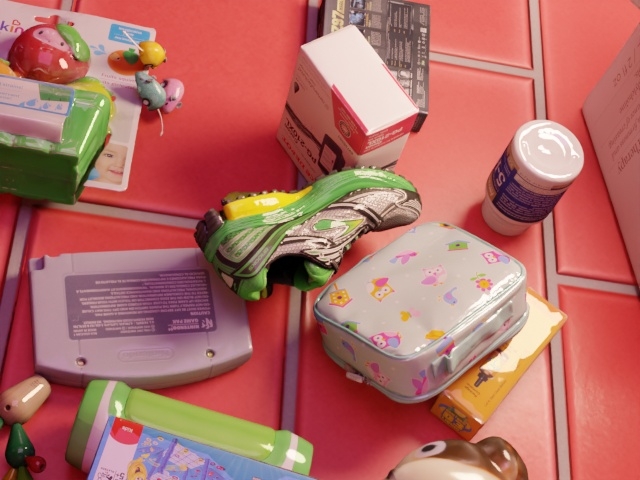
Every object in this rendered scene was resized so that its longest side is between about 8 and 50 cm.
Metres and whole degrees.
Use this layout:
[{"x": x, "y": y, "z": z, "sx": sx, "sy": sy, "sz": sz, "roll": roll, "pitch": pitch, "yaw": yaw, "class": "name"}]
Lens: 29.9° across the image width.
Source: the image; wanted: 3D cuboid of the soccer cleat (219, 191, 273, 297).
[{"x": -0.090, "y": 0.001, "z": 1.742, "sx": 0.072, "sy": 0.060, "sz": 0.179, "roll": -11, "pitch": 61, "yaw": -19, "class": "soccer cleat"}]

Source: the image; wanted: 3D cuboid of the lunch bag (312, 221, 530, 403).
[{"x": 0.143, "y": 0.102, "z": 1.667, "sx": 0.279, "sy": 0.108, "sz": 0.224, "roll": -34, "pitch": 45, "yaw": -27, "class": "lunch bag"}]

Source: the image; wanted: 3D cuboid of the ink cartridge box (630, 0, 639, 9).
[{"x": 0.655, "y": -0.356, "z": 1.713, "sx": 0.309, "sy": 0.130, "sz": 0.272, "roll": -35, "pitch": 73, "yaw": -28, "class": "ink cartridge box"}]

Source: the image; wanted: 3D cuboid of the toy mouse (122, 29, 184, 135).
[{"x": -0.238, "y": -0.229, "z": 1.806, "sx": 0.031, "sy": 0.161, "sz": 0.143, "roll": -13, "pitch": 76, "yaw": 19, "class": "toy mouse"}]

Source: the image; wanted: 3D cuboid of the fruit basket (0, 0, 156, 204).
[{"x": -0.417, "y": -0.231, "z": 1.736, "sx": 0.327, "sy": 0.165, "sz": 0.353, "roll": 11, "pitch": 55, "yaw": -8, "class": "fruit basket"}]

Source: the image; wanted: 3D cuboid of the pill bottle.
[{"x": 0.314, "y": -0.088, "z": 1.820, "sx": 0.112, "sy": 0.187, "sz": 0.112, "roll": 7, "pitch": 58, "yaw": -11, "class": "pill bottle"}]

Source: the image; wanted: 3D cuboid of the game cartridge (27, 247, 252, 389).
[{"x": -0.247, "y": 0.107, "z": 1.643, "sx": 0.294, "sy": 0.060, "sz": 0.196, "roll": -2, "pitch": 57, "yaw": -15, "class": "game cartridge"}]

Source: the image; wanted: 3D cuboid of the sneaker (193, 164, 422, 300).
[{"x": 0.000, "y": 0.000, "z": 1.680, "sx": 0.343, "sy": 0.134, "sz": 0.146, "roll": -18, "pitch": 67, "yaw": -27, "class": "sneaker"}]

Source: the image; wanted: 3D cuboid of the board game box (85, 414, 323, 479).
[{"x": -0.122, "y": 0.335, "z": 1.389, "sx": 0.301, "sy": 0.308, "sz": 0.086, "roll": 18, "pitch": 59, "yaw": -3, "class": "board game box"}]

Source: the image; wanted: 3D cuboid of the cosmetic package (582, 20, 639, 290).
[{"x": 0.659, "y": -0.147, "z": 1.860, "sx": 0.327, "sy": 0.329, "sz": 0.394, "roll": -1, "pitch": 59, "yaw": -15, "class": "cosmetic package"}]

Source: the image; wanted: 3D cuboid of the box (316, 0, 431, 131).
[{"x": 0.085, "y": -0.299, "z": 1.963, "sx": 0.183, "sy": 0.059, "sz": 0.233, "roll": 9, "pitch": 59, "yaw": -10, "class": "box"}]

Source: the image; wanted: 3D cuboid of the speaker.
[{"x": -0.166, "y": 0.270, "z": 1.524, "sx": 0.296, "sy": 0.131, "sz": 0.131, "roll": 17, "pitch": 57, "yaw": -4, "class": "speaker"}]

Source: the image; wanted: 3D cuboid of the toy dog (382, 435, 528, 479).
[{"x": 0.203, "y": 0.425, "z": 1.427, "sx": 0.395, "sy": 0.284, "sz": 0.408, "roll": 12, "pitch": 44, "yaw": -45, "class": "toy dog"}]

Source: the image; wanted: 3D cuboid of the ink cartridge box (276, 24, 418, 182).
[{"x": 0.034, "y": -0.170, "z": 1.770, "sx": 0.100, "sy": 0.237, "sz": 0.172, "roll": -27, "pitch": 70, "yaw": -23, "class": "ink cartridge box"}]

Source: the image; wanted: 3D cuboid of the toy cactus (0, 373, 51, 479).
[{"x": -0.416, "y": 0.227, "z": 1.510, "sx": 0.219, "sy": 0.112, "sz": 0.180, "roll": 32, "pitch": 47, "yaw": 16, "class": "toy cactus"}]

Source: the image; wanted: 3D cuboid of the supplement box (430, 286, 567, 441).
[{"x": 0.256, "y": 0.175, "z": 1.717, "sx": 0.078, "sy": 0.080, "sz": 0.233, "roll": 39, "pitch": 57, "yaw": 11, "class": "supplement box"}]
